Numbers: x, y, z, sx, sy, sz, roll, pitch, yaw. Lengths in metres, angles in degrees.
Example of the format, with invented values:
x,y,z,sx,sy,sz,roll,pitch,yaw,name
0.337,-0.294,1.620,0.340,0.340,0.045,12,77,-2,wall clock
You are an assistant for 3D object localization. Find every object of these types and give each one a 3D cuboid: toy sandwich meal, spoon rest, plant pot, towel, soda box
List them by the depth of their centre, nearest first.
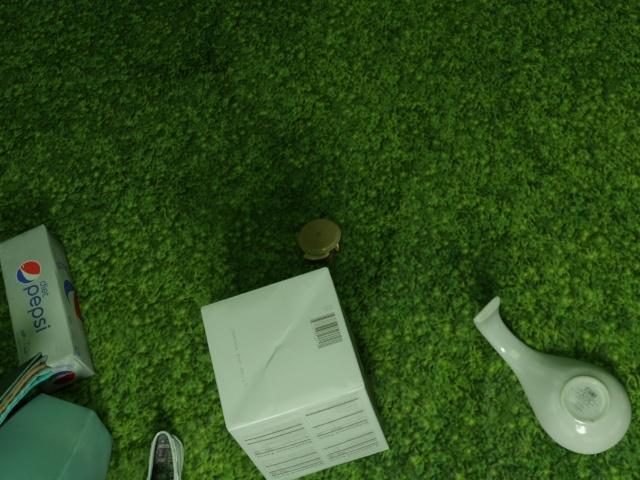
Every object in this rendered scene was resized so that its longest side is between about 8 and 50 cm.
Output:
x,y,z,sx,sy,sz,roll,pitch,yaw,name
-0.571,0.341,1.479,0.040,0.271,0.370,45,52,-12,towel
0.349,0.204,1.483,0.137,0.084,0.276,-42,73,-11,spoon rest
-0.436,0.370,1.510,0.165,0.166,0.234,13,57,20,plant pot
0.000,0.000,1.704,0.085,0.029,0.086,-7,54,10,toy sandwich meal
-0.483,0.118,1.708,0.098,0.091,0.286,-24,57,0,soda box

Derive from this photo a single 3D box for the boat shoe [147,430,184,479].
x,y,z,sx,sy,sz,roll,pitch,yaw,name
-0.242,0.385,1.509,0.066,0.063,0.184,-2,59,12,boat shoe

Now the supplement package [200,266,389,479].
x,y,z,sx,sy,sz,roll,pitch,yaw,name
-0.033,0.208,1.447,0.198,0.263,0.199,-18,58,2,supplement package
